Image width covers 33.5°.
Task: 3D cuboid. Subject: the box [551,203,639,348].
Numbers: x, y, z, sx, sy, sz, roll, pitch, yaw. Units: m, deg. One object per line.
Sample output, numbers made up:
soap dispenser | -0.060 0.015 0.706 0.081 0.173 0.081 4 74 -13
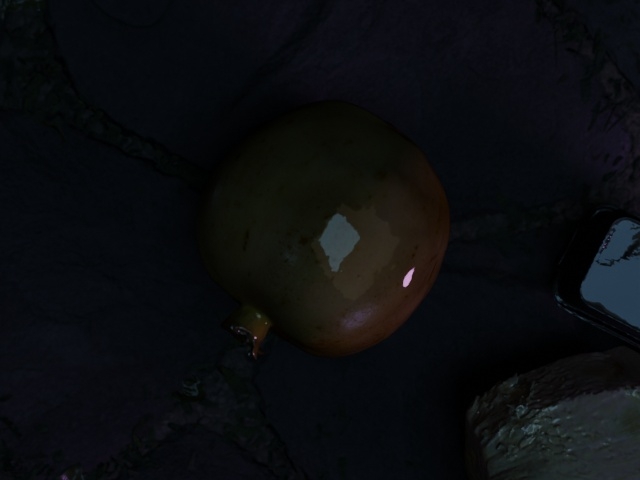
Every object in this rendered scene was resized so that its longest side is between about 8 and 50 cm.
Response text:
box | 0.437 0.062 1.390 0.243 0.135 0.163 28 93 5

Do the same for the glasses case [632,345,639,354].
glasses case | 0.599 0.220 1.525 0.354 0.085 0.137 26 102 -16

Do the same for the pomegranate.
pomegranate | 0.000 0.000 1.256 0.319 0.319 0.319 -3 105 -10

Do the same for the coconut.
coconut | 0.358 0.291 1.389 0.309 0.297 0.297 -14 106 -4
